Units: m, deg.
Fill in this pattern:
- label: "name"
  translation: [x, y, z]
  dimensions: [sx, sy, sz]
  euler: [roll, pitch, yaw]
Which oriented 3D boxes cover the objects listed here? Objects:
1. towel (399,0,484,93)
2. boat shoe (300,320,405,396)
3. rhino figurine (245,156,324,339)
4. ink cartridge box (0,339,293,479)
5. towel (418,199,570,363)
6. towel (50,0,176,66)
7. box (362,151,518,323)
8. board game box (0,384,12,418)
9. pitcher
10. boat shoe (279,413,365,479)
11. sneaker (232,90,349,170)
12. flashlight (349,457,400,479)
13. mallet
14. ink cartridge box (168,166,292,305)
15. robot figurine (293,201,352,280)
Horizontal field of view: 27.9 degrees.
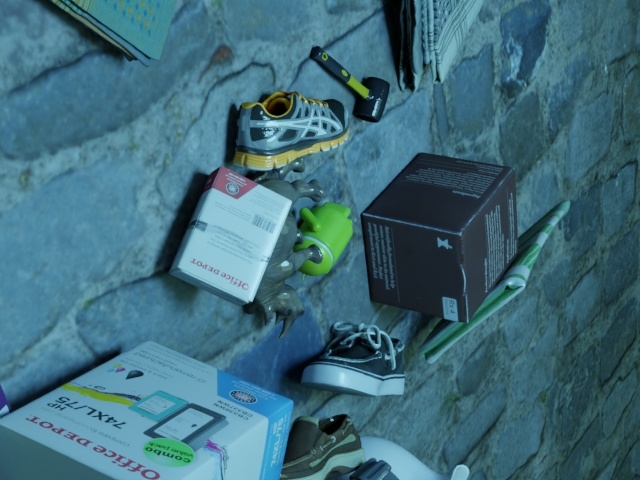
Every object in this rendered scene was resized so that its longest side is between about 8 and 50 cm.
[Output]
- label: "towel"
  translation: [0.202, -0.413, 1.907]
  dimensions: [0.324, 0.056, 0.312]
  euler: [-57, 158, -31]
- label: "boat shoe"
  translation: [0.060, 0.172, 1.885]
  dimensions: [0.306, 0.113, 0.104]
  euler: [15, 81, -64]
- label: "rhino figurine"
  translation: [-0.056, 0.017, 1.648]
  dimensions: [0.106, 0.073, 0.243]
  euler: [-19, 120, -36]
- label: "ink cartridge box"
  translation: [-0.188, 0.259, 1.332]
  dimensions: [0.270, 0.198, 0.197]
  euler: [-28, 134, -61]
- label: "towel"
  translation: [0.299, 0.068, 2.170]
  dimensions: [0.248, 0.038, 0.325]
  euler: [-45, 179, 33]
- label: "towel"
  translation: [-0.230, -0.362, 1.229]
  dimensions: [0.370, 0.040, 0.271]
  euler: [33, 71, -58]
- label: "box"
  translation: [0.189, -0.009, 1.984]
  dimensions: [0.203, 0.167, 0.168]
  euler: [-46, 139, -44]
- label: "board game box"
  translation: [-0.414, 0.199, 1.110]
  dimensions: [0.347, 0.056, 0.208]
  euler: [-50, 146, -40]
- label: "pitcher"
  translation: [0.107, 0.396, 1.954]
  dimensions: [0.125, 0.207, 0.177]
  euler: [1, 101, -61]
- label: "boat shoe"
  translation: [-0.028, 0.295, 1.816]
  dimensions: [0.257, 0.095, 0.095]
  euler: [-4, 85, -63]
- label: "sneaker"
  translation: [-0.031, -0.152, 1.624]
  dimensions: [0.215, 0.084, 0.083]
  euler: [-30, 122, -52]
- label: "flashlight"
  translation: [-0.001, 0.437, 1.800]
  dimensions: [0.304, 0.103, 0.103]
  euler: [-39, 104, -20]
- label: "mallet"
  translation: [0.043, -0.230, 1.777]
  dimensions: [0.190, 0.039, 0.062]
  euler: [42, 64, -53]
- label: "ink cartridge box"
  translation: [-0.107, -0.003, 1.520]
  dimensions: [0.099, 0.056, 0.135]
  euler: [27, 73, -16]
- label: "robot figurine"
  translation: [0.000, 0.000, 1.751]
  dimensions: [0.115, 0.067, 0.101]
  euler: [-57, 154, -32]
